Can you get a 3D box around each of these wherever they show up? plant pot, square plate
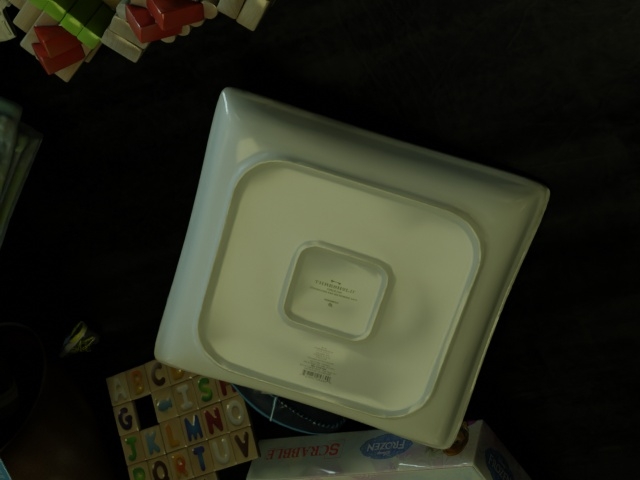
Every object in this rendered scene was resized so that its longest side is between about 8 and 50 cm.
[{"bbox_3d":[-0.373,0.256,2.014,0.215,0.215,0.230,-8,144,32],"label":"plant pot"},{"bbox_3d":[0.021,0.046,1.606,0.347,0.049,0.344,17,118,0],"label":"square plate"}]

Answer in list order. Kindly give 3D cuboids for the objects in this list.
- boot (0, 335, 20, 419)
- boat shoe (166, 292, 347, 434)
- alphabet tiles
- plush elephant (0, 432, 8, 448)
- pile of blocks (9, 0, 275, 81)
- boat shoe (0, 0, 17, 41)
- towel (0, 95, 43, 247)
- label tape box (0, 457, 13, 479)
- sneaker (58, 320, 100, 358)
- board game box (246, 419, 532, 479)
[{"bbox_3d":[-0.509,0.038,1.891,0.377,0.138,0.284,28,128,40],"label":"boot"},{"bbox_3d":[-0.067,0.137,1.793,0.258,0.109,0.089,35,148,-11],"label":"boat shoe"},{"bbox_3d":[-0.170,0.238,1.925,0.237,0.009,0.198,-23,78,40],"label":"alphabet tiles"},{"bbox_3d":[-0.634,0.320,2.149,0.330,0.272,0.255,38,130,31],"label":"plush elephant"},{"bbox_3d":[-0.180,-0.244,1.483,0.362,0.113,0.149,-13,124,35],"label":"pile of blocks"},{"bbox_3d":[-0.341,-0.253,1.617,0.035,0.035,0.100,-10,127,-1],"label":"boat shoe"},{"bbox_3d":[-0.516,-0.048,1.645,0.374,0.321,0.090,18,157,-10],"label":"towel"},{"bbox_3d":[-0.512,0.186,1.798,0.240,0.106,0.334,-15,100,46],"label":"label tape box"},{"bbox_3d":[-0.307,0.133,1.966,0.035,0.031,0.083,27,145,-15],"label":"sneaker"},{"bbox_3d":[0.125,0.341,1.887,0.318,0.066,0.318,-9,136,32],"label":"board game box"}]
